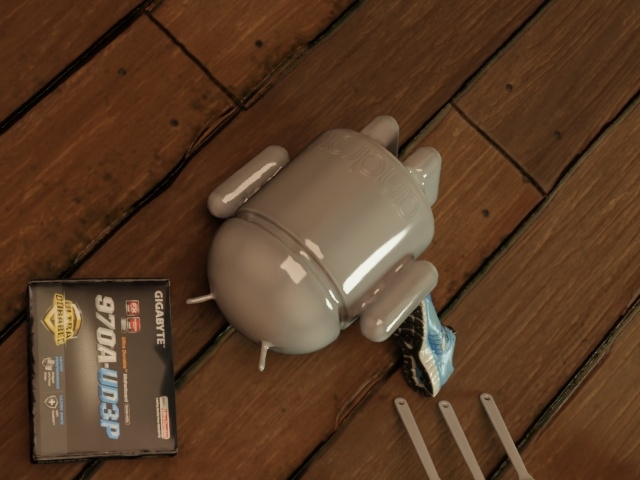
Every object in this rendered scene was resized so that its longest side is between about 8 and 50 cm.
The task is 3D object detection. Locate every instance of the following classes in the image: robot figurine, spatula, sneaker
[{"bbox_3d":[0.000,0.000,1.755,0.300,0.200,0.353,36,67,23],"label":"robot figurine"},{"bbox_3d":[0.190,0.278,1.760,0.168,0.019,0.242,-2,37,-16],"label":"spatula"},{"bbox_3d":[0.136,0.118,1.817,0.073,0.063,0.162,-33,125,-34],"label":"sneaker"}]

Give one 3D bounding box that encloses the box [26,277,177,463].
[{"bbox_3d":[-0.267,0.157,1.719,0.175,0.051,0.220,0,75,-15],"label":"box"}]
